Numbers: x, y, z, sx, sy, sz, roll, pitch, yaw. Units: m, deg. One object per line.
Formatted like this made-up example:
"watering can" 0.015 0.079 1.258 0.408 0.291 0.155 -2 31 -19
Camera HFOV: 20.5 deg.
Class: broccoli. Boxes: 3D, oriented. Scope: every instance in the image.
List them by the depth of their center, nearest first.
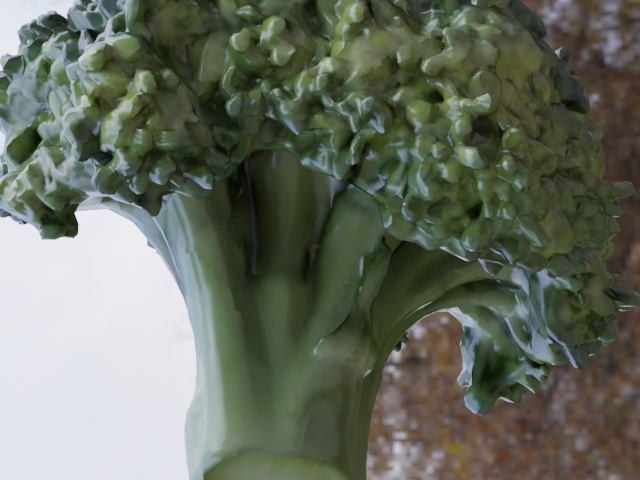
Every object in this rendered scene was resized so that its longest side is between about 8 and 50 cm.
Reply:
"broccoli" 0.002 -0.020 0.756 0.260 0.288 0.235 -89 5 -65
